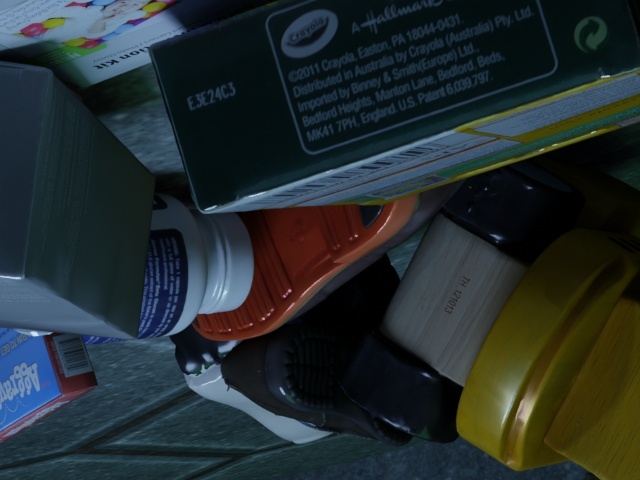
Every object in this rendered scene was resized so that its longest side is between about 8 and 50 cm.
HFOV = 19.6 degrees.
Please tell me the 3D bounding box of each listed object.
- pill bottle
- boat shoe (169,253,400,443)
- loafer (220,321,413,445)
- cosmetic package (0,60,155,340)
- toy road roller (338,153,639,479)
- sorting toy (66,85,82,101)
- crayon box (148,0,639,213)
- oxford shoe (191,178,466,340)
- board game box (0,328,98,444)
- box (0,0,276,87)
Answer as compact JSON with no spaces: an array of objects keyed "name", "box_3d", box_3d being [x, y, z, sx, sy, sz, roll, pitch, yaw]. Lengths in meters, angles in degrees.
[{"name":"pill bottle","box_3d":[-0.131,0.018,1.175,0.169,0.094,0.094,-5,164,-34]},{"name":"boat shoe","box_3d":[0.008,0.075,1.495,0.158,0.127,0.340,-23,165,14]},{"name":"loafer","box_3d":[0.004,0.098,1.348,0.078,0.080,0.220,1,165,32]},{"name":"cosmetic package","box_3d":[-0.166,-0.015,0.909,0.127,0.107,0.238,5,173,6]},{"name":"toy road roller","box_3d":[0.190,0.076,1.303,0.329,0.240,0.202,5,115,-63]},{"name":"sorting toy","box_3d":[-0.157,-0.065,0.978,0.062,0.012,0.083,-17,166,10]},{"name":"crayon box","box_3d":[0.070,-0.082,0.913,0.203,0.083,0.323,-18,176,15]},{"name":"oxford shoe","box_3d":[0.000,0.000,1.249,0.098,0.097,0.271,-11,168,-41]},{"name":"board game box","box_3d":[-0.229,0.062,1.142,0.027,0.145,0.281,-11,168,-37]},{"name":"box","box_3d":[-0.090,-0.119,0.767,0.145,0.038,0.186,-19,167,20]}]
